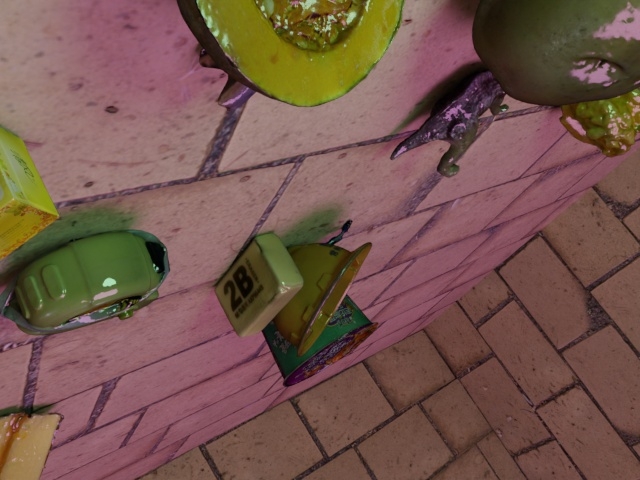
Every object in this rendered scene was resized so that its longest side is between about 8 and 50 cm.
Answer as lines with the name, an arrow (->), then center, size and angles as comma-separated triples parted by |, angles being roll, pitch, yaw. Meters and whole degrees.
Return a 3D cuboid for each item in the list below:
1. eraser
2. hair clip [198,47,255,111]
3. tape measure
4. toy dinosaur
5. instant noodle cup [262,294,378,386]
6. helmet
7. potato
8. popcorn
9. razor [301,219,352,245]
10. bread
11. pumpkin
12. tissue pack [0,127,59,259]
eraser -> -0.113, 0.081, 1.097 | 0.058, 0.117, 0.172 | -7, 149, -45
hair clip -> 0.010, -0.230, 0.597 | 0.292, 0.084, 0.106 | -39, 180, 1
tape measure -> -0.281, 0.048, 0.755 | 0.200, 0.106, 0.175 | -12, 166, -44
toy dinosaur -> 0.245, -0.222, 1.003 | 0.294, 0.077, 0.162 | -53, 153, 12
instant noodle cup -> -0.025, 0.179, 1.376 | 0.251, 0.190, 0.251 | -31, 162, -11
helmet -> -0.026, 0.082, 1.164 | 0.257, 0.140, 0.205 | -64, 167, 18
potato -> 0.329, -0.294, 0.699 | 0.243, 0.221, 0.326 | 21, 129, -26
popcorn -> 0.613, -0.276, 1.316 | 0.156, 0.197, 0.197 | -37, 162, 6
razor -> 0.003, 0.003, 1.233 | 0.155, 0.028, 0.044 | -24, 160, -28
bread -> -0.577, 0.402, 1.103 | 0.178, 0.135, 0.240 | -38, 159, 13
pumpkin -> -0.035, -0.209, 0.474 | 0.217, 0.217, 0.110 | -18, -165, -39
tissue pack -> -0.326, -0.014, 0.528 | 0.176, 0.095, 0.062 | -35, 161, 4
